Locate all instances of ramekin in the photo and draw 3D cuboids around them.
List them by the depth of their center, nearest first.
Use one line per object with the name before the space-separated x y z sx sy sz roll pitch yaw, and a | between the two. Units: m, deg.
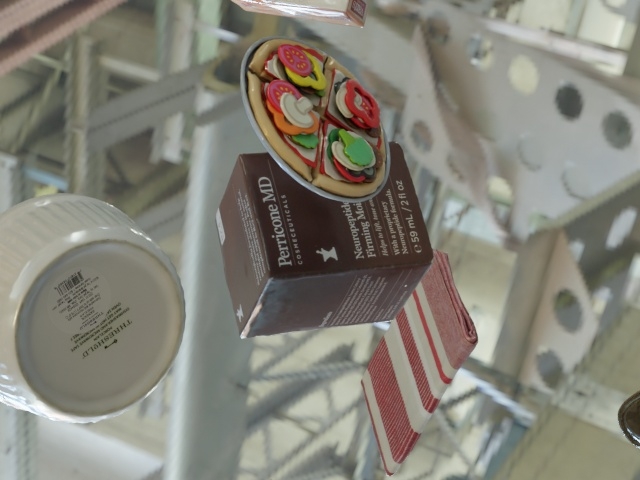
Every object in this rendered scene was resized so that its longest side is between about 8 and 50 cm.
ramekin | -0.221 0.068 1.234 0.207 0.109 0.207 -9 -74 -31

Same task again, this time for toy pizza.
toy pizza | 0.003 -0.131 1.405 0.032 0.201 0.201 -36 4 37

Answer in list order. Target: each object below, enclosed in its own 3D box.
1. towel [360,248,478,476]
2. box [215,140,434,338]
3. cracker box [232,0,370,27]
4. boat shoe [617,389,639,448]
towel | 0.164 0.208 2.310 0.237 0.037 0.329 -104 32 -49
box | 0.000 0.000 1.613 0.167 0.203 0.168 119 141 -58
cracker box | -0.004 -0.369 1.542 0.067 0.155 0.232 22 -100 -67
boat shoe | 0.520 0.190 1.700 0.104 0.307 0.111 -30 -85 -49
